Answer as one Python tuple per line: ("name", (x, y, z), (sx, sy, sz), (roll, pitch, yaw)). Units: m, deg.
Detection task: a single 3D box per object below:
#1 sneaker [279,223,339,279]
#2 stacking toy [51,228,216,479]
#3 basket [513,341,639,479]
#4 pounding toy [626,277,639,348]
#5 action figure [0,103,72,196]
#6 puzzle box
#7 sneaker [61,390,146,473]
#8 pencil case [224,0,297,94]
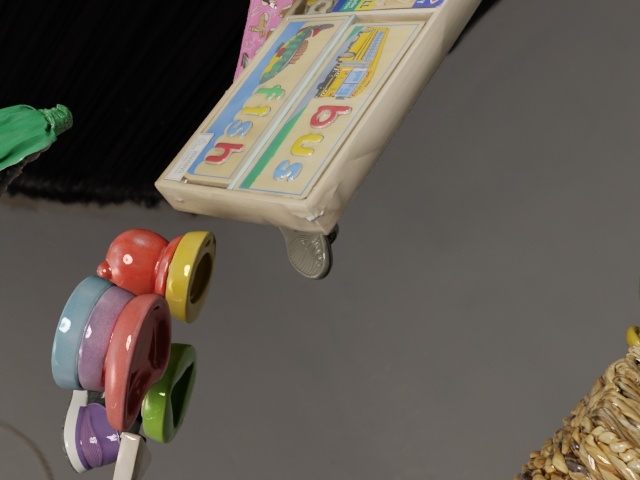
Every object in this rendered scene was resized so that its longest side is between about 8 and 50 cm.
("sneaker", (0.000, 0.000, 1.756), (0.118, 0.083, 0.222), (26, 25, -37))
("stacking toy", (-0.244, 0.138, 1.206), (0.130, 0.280, 0.309), (13, 22, 8))
("basket", (0.291, 0.275, 0.789), (0.299, 0.223, 0.213), (38, 30, 11))
("pounding toy", (0.459, 0.137, 1.265), (0.183, 0.110, 0.237), (35, 26, -13))
("action figure", (-0.391, -0.096, 1.139), (0.232, 0.063, 0.137), (-31, 58, -18))
("puzzle box", (0.002, -0.189, 1.219), (0.409, 0.272, 0.052), (-57, 133, -24))
("sneaker", (-0.307, 0.226, 1.505), (0.283, 0.124, 0.107), (-99, 172, -48))
("pencil case", (-0.094, -0.442, 2.165), (0.160, 0.386, 0.167), (20, 12, 28))
